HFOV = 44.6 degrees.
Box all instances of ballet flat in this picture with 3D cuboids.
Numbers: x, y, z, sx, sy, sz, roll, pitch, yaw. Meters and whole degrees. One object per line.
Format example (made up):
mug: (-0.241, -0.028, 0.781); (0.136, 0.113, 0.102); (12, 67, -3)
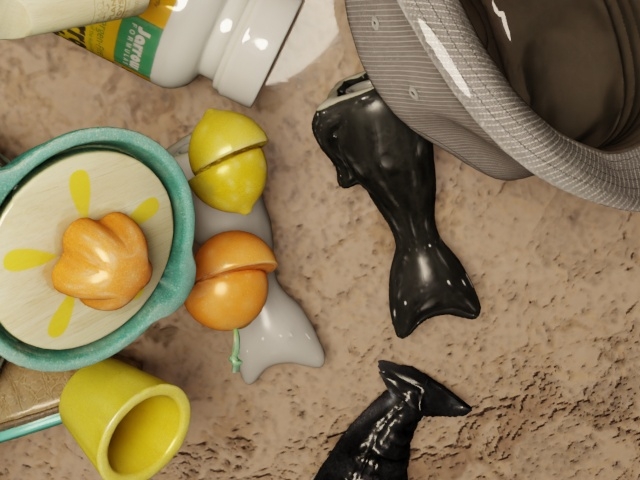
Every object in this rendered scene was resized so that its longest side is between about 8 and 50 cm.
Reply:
ballet flat: (-0.314, 0.129, 0.625); (0.343, 0.116, 0.124); (-24, 86, 10)

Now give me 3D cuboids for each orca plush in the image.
orca plush: (0.043, 0.254, 0.655); (0.151, 0.102, 0.287); (31, 103, -9)

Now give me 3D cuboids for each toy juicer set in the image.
toy juicer set: (-0.102, -0.021, 0.426); (0.209, 0.090, 0.329); (-45, 139, -26)

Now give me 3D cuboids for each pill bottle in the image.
pill bottle: (-0.122, -0.175, 0.524); (0.209, 0.117, 0.117); (26, 104, -9)

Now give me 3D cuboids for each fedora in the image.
fedora: (0.114, -0.131, 0.487); (0.275, 0.124, 0.244); (52, 56, -8)

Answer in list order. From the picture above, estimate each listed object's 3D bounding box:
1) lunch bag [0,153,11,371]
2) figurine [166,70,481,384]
lunch bag: (-0.353, 0.021, 0.497); (0.305, 0.213, 0.256); (34, 109, 16)
figurine: (0.000, 0.000, 0.596); (0.215, 0.092, 0.209); (-19, 109, 5)
